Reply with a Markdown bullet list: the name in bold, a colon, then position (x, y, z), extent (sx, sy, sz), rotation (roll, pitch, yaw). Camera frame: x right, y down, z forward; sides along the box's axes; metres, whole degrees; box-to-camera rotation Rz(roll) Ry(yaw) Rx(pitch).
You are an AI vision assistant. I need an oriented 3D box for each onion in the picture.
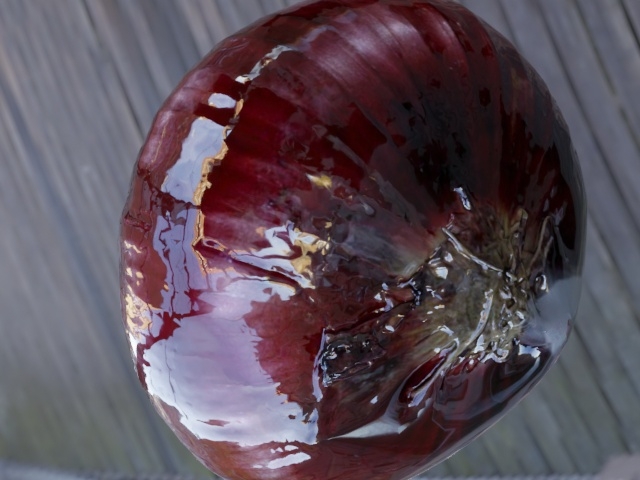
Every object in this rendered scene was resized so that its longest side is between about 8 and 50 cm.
- **onion**: position (0.000, 0.000, 0.998), extent (0.285, 0.273, 0.273), rotation (12, 122, 54)
